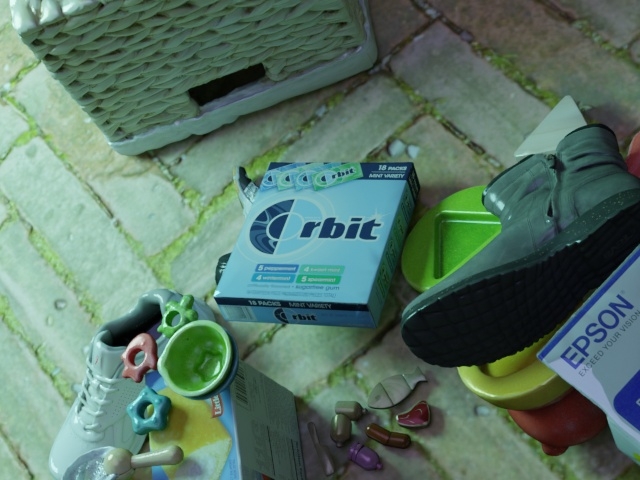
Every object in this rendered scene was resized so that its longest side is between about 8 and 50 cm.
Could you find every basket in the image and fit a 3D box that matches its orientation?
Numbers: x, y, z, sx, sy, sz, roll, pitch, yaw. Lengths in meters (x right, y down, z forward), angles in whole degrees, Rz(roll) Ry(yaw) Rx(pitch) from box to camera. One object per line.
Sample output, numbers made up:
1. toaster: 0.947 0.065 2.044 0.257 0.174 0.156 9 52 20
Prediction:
1. basket: -0.149 -0.319 1.296 0.328 0.266 0.331 -19 65 13

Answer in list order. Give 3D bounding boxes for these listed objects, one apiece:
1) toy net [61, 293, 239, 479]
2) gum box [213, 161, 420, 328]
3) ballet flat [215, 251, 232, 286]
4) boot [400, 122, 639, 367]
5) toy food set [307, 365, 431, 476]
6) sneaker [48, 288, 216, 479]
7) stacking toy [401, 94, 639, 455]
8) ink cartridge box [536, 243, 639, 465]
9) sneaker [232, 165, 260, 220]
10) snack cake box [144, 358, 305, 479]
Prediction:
1. toy net: -0.166 0.156 1.053 0.122 0.045 0.232 38 88 32
2. gum box: 0.000 0.000 1.184 0.157 0.041 0.184 1 48 22
3. ballet flat: -0.024 0.039 1.227 0.173 0.049 0.057 2 27 21
4. boot: 0.169 0.002 1.036 0.247 0.083 0.161 -29 30 4
5. toy food set: 0.054 0.176 1.147 0.122 0.019 0.078 -23 62 3
6. sneaker: -0.208 0.138 1.209 0.090 0.115 0.232 28 81 29
7. stacking toy: 0.239 0.026 1.114 0.309 0.130 0.279 -41 34 -2
8. ink cartridge box: 0.378 0.089 0.917 0.303 0.072 0.307 -44 65 -12
9. sneaker: -0.068 -0.044 1.284 0.037 0.032 0.083 -20 67 -2
10. snack cake box: -0.075 0.250 1.089 0.089 0.152 0.264 -17 63 16
